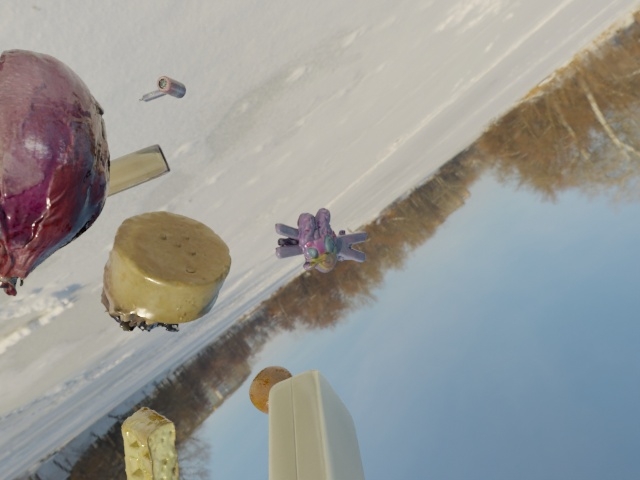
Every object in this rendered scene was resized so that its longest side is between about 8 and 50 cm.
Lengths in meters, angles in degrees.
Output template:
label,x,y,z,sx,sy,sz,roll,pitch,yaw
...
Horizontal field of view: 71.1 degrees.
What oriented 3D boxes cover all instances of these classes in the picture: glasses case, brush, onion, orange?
label,x,y,z,sx,sy,sz,roll,pitch,yaw
glasses case,0.005,0.294,0.463,0.070,0.131,0.312,-24,-147,9
brush,-0.433,-0.090,0.809,0.321,0.060,0.050,-23,-176,-11
onion,-0.327,-0.073,0.551,0.121,0.283,0.227,5,172,-22
orange,-0.081,0.249,0.749,0.085,0.085,0.085,-38,178,-2

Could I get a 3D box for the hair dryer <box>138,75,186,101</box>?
label,x,y,z,sx,sy,sz,roll,pitch,yaw
hair dryer,-0.373,-0.339,1.025,0.115,0.037,0.063,-13,180,19

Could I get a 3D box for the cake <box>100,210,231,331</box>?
label,x,y,z,sx,sy,sz,roll,pitch,yaw
cake,-0.446,0.126,1.260,0.321,0.332,0.332,-59,167,30

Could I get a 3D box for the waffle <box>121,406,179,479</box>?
label,x,y,z,sx,sy,sz,roll,pitch,yaw
waffle,-0.330,0.479,0.876,0.057,0.273,0.168,-4,177,-41

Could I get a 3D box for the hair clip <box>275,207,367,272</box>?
label,x,y,z,sx,sy,sz,roll,pitch,yaw
hair clip,0.014,0.000,0.960,0.091,0.136,0.279,0,176,32
